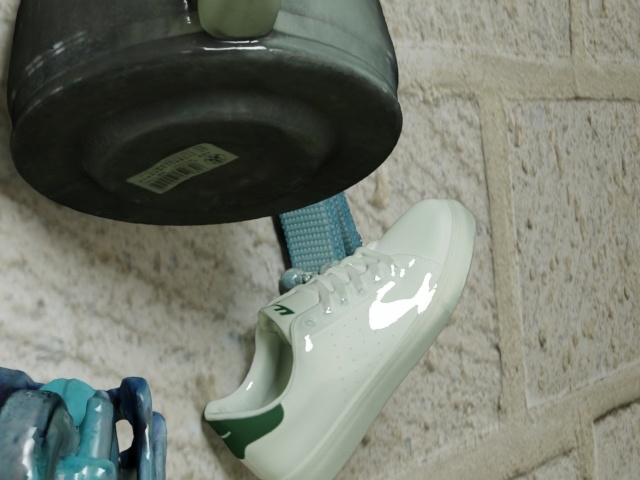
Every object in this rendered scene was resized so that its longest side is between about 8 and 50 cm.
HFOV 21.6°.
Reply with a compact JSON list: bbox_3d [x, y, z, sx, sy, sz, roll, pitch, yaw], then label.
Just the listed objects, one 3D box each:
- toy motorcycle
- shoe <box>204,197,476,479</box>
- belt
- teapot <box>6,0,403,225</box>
[{"bbox_3d":[-0.156,0.204,0.962,0.206,0.154,0.260,-2,96,-84],"label":"toy motorcycle"},{"bbox_3d":[0.015,0.062,1.254,0.110,0.095,0.265,36,76,-25],"label":"shoe"},{"bbox_3d":[-0.005,0.000,1.339,0.100,0.065,0.179,-62,137,-57],"label":"belt"},{"bbox_3d":[-0.090,-0.165,1.018,0.321,0.239,0.239,51,30,-65],"label":"teapot"}]
